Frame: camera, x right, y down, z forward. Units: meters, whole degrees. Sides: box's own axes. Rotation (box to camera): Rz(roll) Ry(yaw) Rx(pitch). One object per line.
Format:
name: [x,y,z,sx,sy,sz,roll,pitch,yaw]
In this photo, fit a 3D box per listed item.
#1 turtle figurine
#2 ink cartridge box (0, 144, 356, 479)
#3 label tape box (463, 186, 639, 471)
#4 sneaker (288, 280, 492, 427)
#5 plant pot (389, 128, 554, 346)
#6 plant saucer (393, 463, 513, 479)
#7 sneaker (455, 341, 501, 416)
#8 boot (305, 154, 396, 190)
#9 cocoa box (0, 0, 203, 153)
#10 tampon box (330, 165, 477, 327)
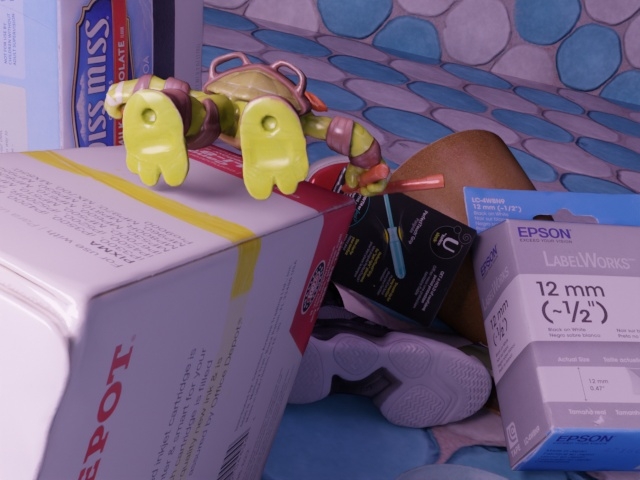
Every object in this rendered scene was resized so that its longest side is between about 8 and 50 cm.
turtle figurine: [-0.035,-0.080,0.594,0.269,0.087,0.217,19,14,1]
ink cartridge box: [-0.142,0.091,0.559,0.160,0.279,0.384,24,15,14]
label tape box: [0.303,0.060,0.907,0.249,0.115,0.348,3,57,-9]
sneaker: [0.046,0.109,0.926,0.268,0.101,0.153,11,24,-13]
plant pot: [0.214,0.029,1.092,0.237,0.237,0.254,-4,45,-38]
plant saucer: [0.137,0.267,0.725,0.195,0.037,0.195,14,24,-6]
sneaker: [0.226,0.167,0.957,0.192,0.064,0.086,27,31,30]
boot: [0.101,-0.053,1.335,0.244,0.088,0.176,5,28,-31]
cocoa box: [-0.277,-0.121,0.887,0.231,0.347,0.228,15,23,22]
tampon box: [0.071,0.005,0.967,0.161,0.120,0.101,27,3,-2]
